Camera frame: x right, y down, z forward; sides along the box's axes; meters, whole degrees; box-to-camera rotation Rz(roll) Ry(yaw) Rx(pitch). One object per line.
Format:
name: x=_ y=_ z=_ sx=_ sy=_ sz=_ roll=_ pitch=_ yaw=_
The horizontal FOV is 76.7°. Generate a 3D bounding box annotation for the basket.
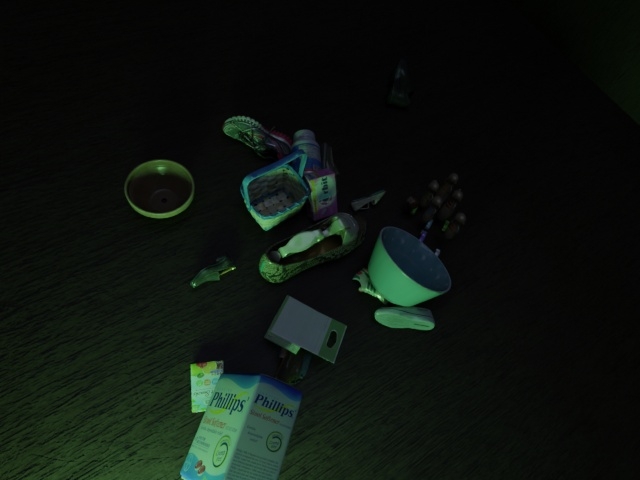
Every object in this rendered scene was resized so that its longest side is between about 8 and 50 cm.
basket: x=-0.169 y=-0.185 z=1.471 sx=0.255 sy=0.289 sz=0.201 roll=-30 pitch=73 yaw=-25

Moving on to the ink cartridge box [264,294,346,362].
ink cartridge box: x=-0.046 y=0.303 z=1.351 sx=0.235 sy=0.056 sz=0.171 roll=28 pitch=40 yaw=0

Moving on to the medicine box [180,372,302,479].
medicine box: x=-0.214 y=0.523 z=1.097 sx=0.149 sy=0.263 sz=0.289 roll=33 pitch=58 yaw=-25

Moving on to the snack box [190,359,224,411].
snack box: x=-0.347 y=0.450 z=1.253 sx=0.100 sy=0.037 sz=0.141 roll=-4 pitch=65 yaw=-13

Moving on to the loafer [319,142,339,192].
loafer: x=0.026 y=-0.289 z=1.692 sx=0.087 sy=0.094 sz=0.251 roll=12 pitch=69 yaw=-33

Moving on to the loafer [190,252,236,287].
loafer: x=-0.372 y=0.114 z=1.409 sx=0.170 sy=0.062 sz=0.061 roll=-39 pitch=81 yaw=-25

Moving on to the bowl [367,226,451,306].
bowl: x=0.292 y=0.114 z=1.450 sx=0.311 sy=0.163 sz=0.311 roll=28 pitch=31 yaw=-18

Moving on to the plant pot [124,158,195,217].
plant pot: x=-0.579 y=-0.172 z=1.482 sx=0.237 sy=0.110 sz=0.237 roll=5 pitch=64 yaw=-9

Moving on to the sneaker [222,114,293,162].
sneaker: x=-0.263 y=-0.417 z=1.669 sx=0.299 sy=0.121 sz=0.112 roll=21 pitch=63 yaw=-1

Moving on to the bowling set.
bowling set: x=0.463 y=-0.157 z=1.626 sx=0.200 sy=0.154 sz=0.287 roll=11 pitch=46 yaw=-13

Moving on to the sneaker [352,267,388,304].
sneaker: x=0.183 y=0.182 z=1.500 sx=0.075 sy=0.057 sz=0.161 roll=-34 pitch=75 yaw=-9

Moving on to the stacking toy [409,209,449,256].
stacking toy: x=0.427 y=-0.038 z=1.658 sx=0.167 sy=0.052 sz=0.221 roll=29 pitch=61 yaw=3

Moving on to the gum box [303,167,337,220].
gum box: x=0.002 y=-0.173 z=1.570 sx=0.107 sy=0.188 sz=0.062 roll=-20 pitch=37 yaw=-19

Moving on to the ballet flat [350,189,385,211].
ballet flat: x=0.201 y=-0.163 z=1.683 sx=0.168 sy=0.057 sz=0.052 roll=-21 pitch=97 yaw=-17

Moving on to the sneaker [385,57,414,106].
sneaker: x=0.407 y=-0.776 z=2.014 sx=0.130 sy=0.109 sz=0.286 roll=17 pitch=70 yaw=-10

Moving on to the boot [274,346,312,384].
boot: x=-0.095 y=0.439 z=1.287 sx=0.106 sy=0.082 sz=0.219 roll=13 pitch=60 yaw=-2

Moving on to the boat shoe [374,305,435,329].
boat shoe: x=0.301 y=0.271 z=1.469 sx=0.226 sy=0.083 sz=0.076 roll=15 pitch=42 yaw=-11

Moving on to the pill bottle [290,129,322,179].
pill bottle: x=-0.059 y=-0.331 z=1.636 sx=0.124 sy=0.124 sz=0.221 roll=0 pitch=65 yaw=-12

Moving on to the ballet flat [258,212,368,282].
ballet flat: x=0.000 y=0.000 z=1.475 sx=0.483 sy=0.182 sz=0.164 roll=-26 pitch=70 yaw=-23
